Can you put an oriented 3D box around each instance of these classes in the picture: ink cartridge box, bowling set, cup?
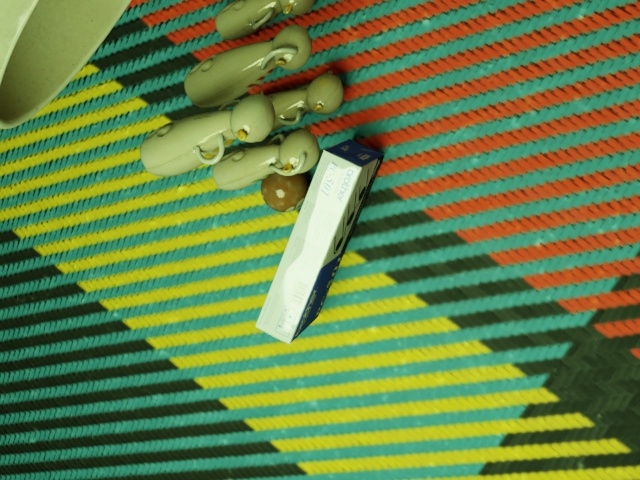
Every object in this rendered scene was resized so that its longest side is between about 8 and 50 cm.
[{"bbox_3d":[0.000,0.000,0.941,0.046,0.097,0.207,26,110,11],"label":"ink cartridge box"},{"bbox_3d":[-0.036,-0.131,0.919,0.154,0.287,0.200,-15,133,35],"label":"bowling set"},{"bbox_3d":[-0.321,-0.314,0.882,0.237,0.331,0.331,35,114,-6],"label":"cup"}]
